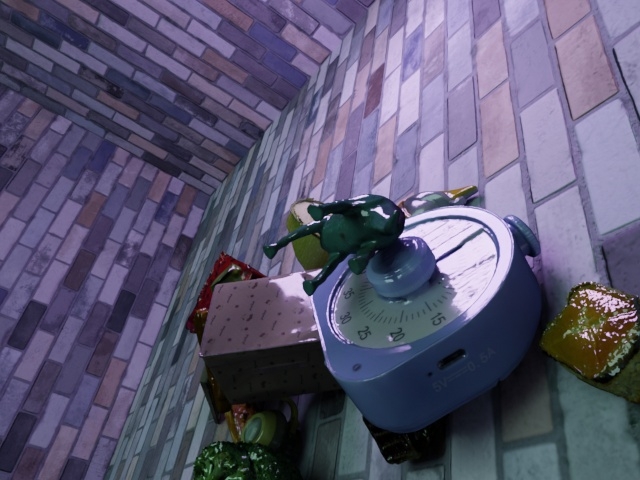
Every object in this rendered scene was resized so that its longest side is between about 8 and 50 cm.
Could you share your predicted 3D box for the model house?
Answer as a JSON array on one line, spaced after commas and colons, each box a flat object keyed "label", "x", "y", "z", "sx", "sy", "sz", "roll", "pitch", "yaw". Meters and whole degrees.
[{"label": "model house", "x": 0.149, "y": 0.283, "z": 0.853, "sx": 0.165, "sy": 0.106, "sz": 0.152, "roll": -45, "pitch": 25, "yaw": 44}]

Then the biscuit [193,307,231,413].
[{"label": "biscuit", "x": -0.276, "y": 0.274, "z": 1.315, "sx": 0.301, "sy": 0.043, "sz": 0.278, "roll": -132, "pitch": 37, "yaw": -52}]

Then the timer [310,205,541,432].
[{"label": "timer", "x": 0.169, "y": 0.080, "z": 0.832, "sx": 0.395, "sy": 0.173, "sz": 0.395, "roll": -30, "pitch": 23, "yaw": 14}]

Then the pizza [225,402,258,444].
[{"label": "pizza", "x": -0.212, "y": 0.450, "z": 1.381, "sx": 0.289, "sy": 0.081, "sz": 0.229, "roll": -179, "pitch": 77, "yaw": -71}]

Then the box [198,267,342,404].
[{"label": "box", "x": -0.084, "y": 0.209, "z": 1.149, "sx": 0.296, "sy": 0.190, "sz": 0.225, "roll": -9, "pitch": 38, "yaw": 7}]

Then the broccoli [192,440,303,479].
[{"label": "broccoli", "x": -0.159, "y": 0.542, "z": 1.011, "sx": 0.275, "sy": 0.308, "sz": 0.308, "roll": -30, "pitch": -1, "yaw": -40}]

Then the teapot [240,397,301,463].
[{"label": "teapot", "x": -0.104, "y": 0.446, "z": 1.188, "sx": 0.130, "sy": 0.119, "sz": 0.166, "roll": 1, "pitch": 56, "yaw": 56}]

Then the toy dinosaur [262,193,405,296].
[{"label": "toy dinosaur", "x": 0.100, "y": -0.042, "z": 0.868, "sx": 0.330, "sy": 0.129, "sz": 0.383, "roll": -27, "pitch": 3, "yaw": -38}]

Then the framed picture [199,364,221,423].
[{"label": "framed picture", "x": -0.307, "y": 0.391, "z": 1.590, "sx": 0.335, "sy": 0.022, "sz": 0.247, "roll": 94, "pitch": -175, "yaw": -52}]

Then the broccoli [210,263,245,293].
[{"label": "broccoli", "x": -0.189, "y": 0.210, "z": 1.430, "sx": 0.297, "sy": 0.297, "sz": 0.297, "roll": -39, "pitch": 13, "yaw": 11}]

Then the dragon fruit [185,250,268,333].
[{"label": "dragon fruit", "x": -0.322, "y": 0.185, "z": 1.737, "sx": 0.330, "sy": 0.302, "sz": 0.240, "roll": -40, "pitch": 66, "yaw": 2}]

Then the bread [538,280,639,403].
[{"label": "bread", "x": 0.359, "y": 0.121, "z": 0.644, "sx": 0.128, "sy": 0.069, "sz": 0.140, "roll": -60, "pitch": 19, "yaw": 0}]

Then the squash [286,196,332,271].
[{"label": "squash", "x": -0.003, "y": -0.014, "z": 1.390, "sx": 0.133, "sy": 0.220, "sz": 0.220, "roll": -53, "pitch": 23, "yaw": 31}]

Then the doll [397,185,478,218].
[{"label": "doll", "x": 0.207, "y": -0.042, "z": 1.130, "sx": 0.316, "sy": 0.145, "sz": 0.103, "roll": -34, "pitch": 68, "yaw": 58}]
